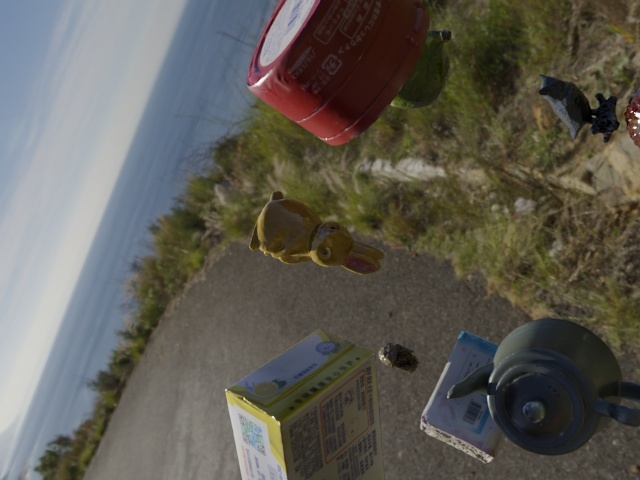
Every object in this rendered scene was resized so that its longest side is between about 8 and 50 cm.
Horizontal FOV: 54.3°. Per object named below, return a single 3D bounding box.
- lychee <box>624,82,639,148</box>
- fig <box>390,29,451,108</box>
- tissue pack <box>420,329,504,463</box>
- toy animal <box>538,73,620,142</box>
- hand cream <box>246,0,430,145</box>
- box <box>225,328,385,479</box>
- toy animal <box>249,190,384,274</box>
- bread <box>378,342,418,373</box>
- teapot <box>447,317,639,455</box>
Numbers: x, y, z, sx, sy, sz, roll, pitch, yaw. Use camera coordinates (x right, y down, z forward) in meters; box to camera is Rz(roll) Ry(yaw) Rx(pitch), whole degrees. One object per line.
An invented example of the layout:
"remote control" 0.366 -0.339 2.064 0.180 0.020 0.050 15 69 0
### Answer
"lychee" 0.783 -0.272 1.312 0.271 0.236 0.236 39 108 44
"fig" 0.209 -0.411 1.372 0.235 0.203 0.203 122 163 -62
"tissue pack" 0.393 0.391 1.571 0.271 0.201 0.124 -58 -27 -22
"toy animal" 0.567 -0.304 1.422 0.117 0.210 0.121 125 167 -55
"hand cream" 0.017 -0.252 0.811 0.230 0.149 0.230 -42 31 32
"box" -0.008 0.266 0.762 0.097 0.168 0.265 15 122 40
"toy animal" 0.000 -0.003 0.750 0.070 0.159 0.083 28 -101 -67
"bread" 0.202 0.306 1.648 0.082 0.113 0.060 24 91 51
"teapot" 0.281 0.186 0.751 0.239 0.149 0.162 1 94 30
